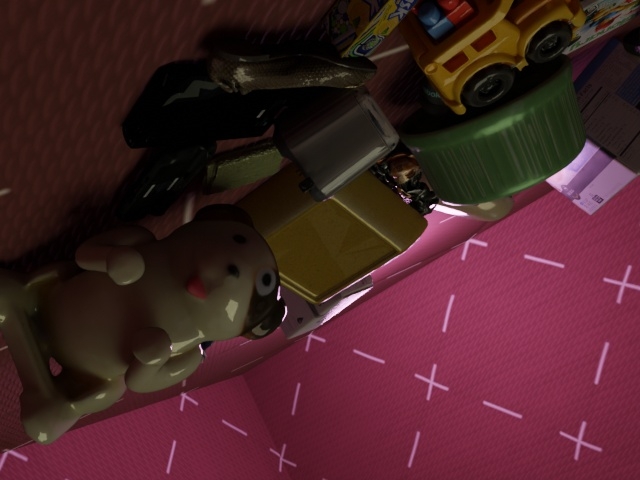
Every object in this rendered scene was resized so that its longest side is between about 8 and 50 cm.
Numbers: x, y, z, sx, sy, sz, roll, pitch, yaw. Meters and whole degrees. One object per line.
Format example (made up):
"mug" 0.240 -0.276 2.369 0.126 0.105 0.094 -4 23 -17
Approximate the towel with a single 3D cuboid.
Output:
"towel" -0.125 -0.122 1.203 0.148 0.027 0.110 -20 165 -23

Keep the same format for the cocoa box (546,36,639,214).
"cocoa box" 0.644 -0.249 1.679 0.231 0.228 0.347 -50 169 -6

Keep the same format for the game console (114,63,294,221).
"game console" -0.197 -0.124 1.020 0.213 0.044 0.361 -13 160 -43

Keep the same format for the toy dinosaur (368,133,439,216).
"toy dinosaur" 0.157 -0.136 1.450 0.322 0.164 0.218 -2 158 24

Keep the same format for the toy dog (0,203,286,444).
"toy dog" -0.257 0.113 1.178 0.408 0.284 0.395 -23 167 9

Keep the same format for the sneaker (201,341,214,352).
"sneaker" -0.276 0.120 1.646 0.127 0.182 0.315 -37 -166 42

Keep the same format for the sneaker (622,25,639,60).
"sneaker" 0.598 -0.390 1.297 0.083 0.118 0.222 -46 -162 -1

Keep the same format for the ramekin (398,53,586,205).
"ramekin" 0.299 -0.185 1.251 0.303 0.148 0.303 -25 -163 8

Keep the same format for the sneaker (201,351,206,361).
"sneaker" -0.386 0.273 1.933 0.086 0.163 0.226 -19 167 -38

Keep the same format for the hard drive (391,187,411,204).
"hard drive" 0.174 -0.070 1.934 0.237 0.064 0.339 -16 163 -40

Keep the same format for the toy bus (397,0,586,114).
"toy bus" 0.204 -0.303 0.954 0.220 0.149 0.211 -34 150 20

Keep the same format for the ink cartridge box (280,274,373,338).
"ink cartridge box" -0.024 0.098 1.869 0.117 0.207 0.283 -18 164 -40

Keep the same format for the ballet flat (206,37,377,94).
"ballet flat" -0.032 -0.210 0.905 0.250 0.084 0.058 -11 130 -41

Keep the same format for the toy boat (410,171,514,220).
"toy boat" 0.321 -0.139 1.620 0.267 0.148 0.318 16 176 -1

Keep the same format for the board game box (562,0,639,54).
"board game box" 0.524 -0.428 1.252 0.305 0.053 0.193 -28 168 3

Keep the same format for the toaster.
"toaster" 0.020 -0.152 1.042 0.146 0.129 0.227 -35 -163 9

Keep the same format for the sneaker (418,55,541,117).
"sneaker" 0.268 -0.296 1.150 0.267 0.101 0.106 -37 145 -16

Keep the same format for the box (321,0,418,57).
"box" 0.074 -0.291 0.864 0.054 0.059 0.169 -17 164 -40

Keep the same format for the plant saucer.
"plant saucer" 0.000 0.000 1.443 0.333 0.081 0.333 -33 133 26
